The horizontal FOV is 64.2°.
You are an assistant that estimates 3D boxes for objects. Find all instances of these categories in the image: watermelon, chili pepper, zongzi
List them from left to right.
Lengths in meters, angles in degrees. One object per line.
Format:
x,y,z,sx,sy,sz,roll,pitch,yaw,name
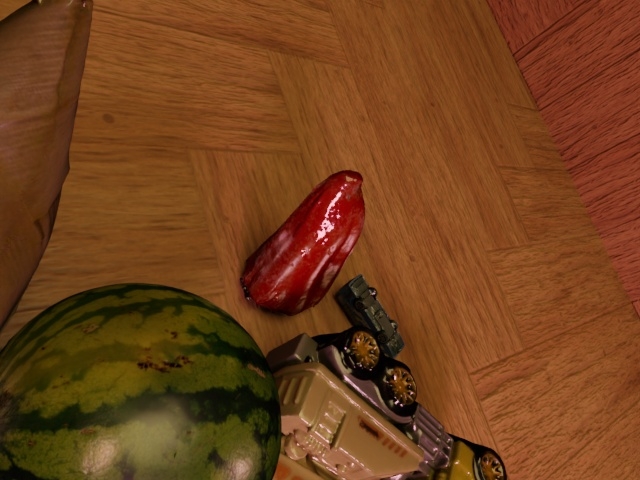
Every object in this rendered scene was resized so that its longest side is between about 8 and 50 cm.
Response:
-0.312,0.063,0.345,0.181,0.418,0.447,30,42,-29,zongzi
-0.178,0.182,0.481,0.285,0.285,0.285,20,55,-32,watermelon
0.000,0.000,0.766,0.144,0.252,0.136,31,31,-15,chili pepper

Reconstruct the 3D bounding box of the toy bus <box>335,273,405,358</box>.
0.086,0.136,0.890,0.153,0.061,0.051,56,43,-3,toy bus

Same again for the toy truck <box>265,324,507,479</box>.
0.074,0.312,0.698,0.405,0.181,0.254,44,44,-12,toy truck
